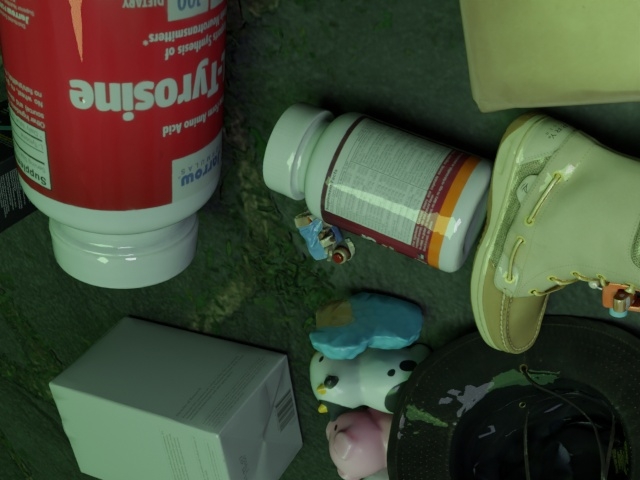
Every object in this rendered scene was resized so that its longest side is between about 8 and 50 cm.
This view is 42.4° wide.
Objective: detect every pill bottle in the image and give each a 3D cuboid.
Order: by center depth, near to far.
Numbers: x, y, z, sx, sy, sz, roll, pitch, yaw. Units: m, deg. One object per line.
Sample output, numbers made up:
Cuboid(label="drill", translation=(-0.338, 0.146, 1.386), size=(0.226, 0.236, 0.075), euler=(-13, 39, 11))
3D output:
Cuboid(label="pill bottle", translation=(0.060, -0.061, 0.850), size=(0.221, 0.121, 0.121), euler=(23, 128, 18))
Cuboid(label="pill bottle", translation=(-0.218, -0.157, 0.892), size=(0.229, 0.229, 0.408), euler=(21, 128, 19))

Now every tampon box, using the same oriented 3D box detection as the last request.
Cuboid(label="tampon box", translation=(-0.424, -0.102, 1.100), size=(0.120, 0.161, 0.102), euler=(23, 128, 20))

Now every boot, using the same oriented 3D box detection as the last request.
Cuboid(label="boot", translation=(0.253, 0.028, 0.773), size=(0.203, 0.095, 0.262), euler=(28, 126, 39))

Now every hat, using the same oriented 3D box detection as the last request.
Cuboid(label="hat", translation=(0.243, 0.240, 0.896), size=(0.331, 0.332, 0.134), euler=(4, 163, 30))

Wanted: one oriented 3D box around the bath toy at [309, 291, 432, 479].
Cuboid(label="bath toy", translation=(0.066, 0.240, 1.033), size=(0.151, 0.129, 0.348), euler=(6, 122, 29))

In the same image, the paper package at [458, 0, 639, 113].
Cuboid(label="paper package", translation=(0.250, -0.270, 0.571), size=(0.309, 0.168, 0.325), euler=(2, 118, 30))

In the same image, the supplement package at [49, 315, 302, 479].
Cuboid(label="supplement package", translation=(-0.201, 0.247, 1.170), size=(0.292, 0.175, 0.178), euler=(9, 124, 27))

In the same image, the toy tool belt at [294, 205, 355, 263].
Cuboid(label="toy tool belt", translation=(0.000, 0.000, 0.972), size=(0.052, 0.051, 0.083), euler=(-18, 108, 38))

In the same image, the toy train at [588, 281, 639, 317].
Cuboid(label="toy train", translation=(0.321, 0.015, 0.786), size=(0.125, 0.046, 0.166), euler=(12, 124, 25))
